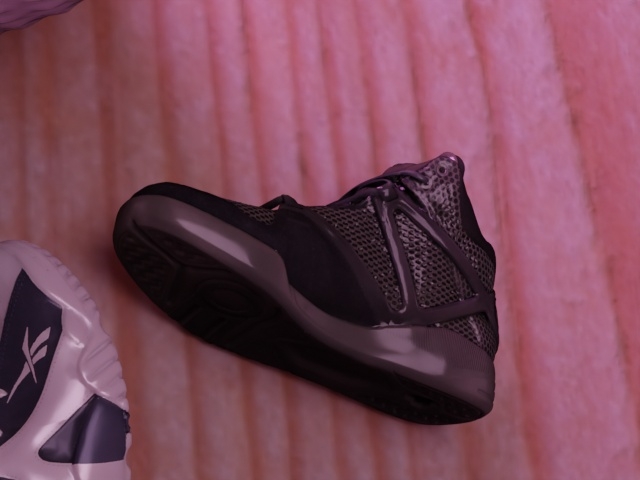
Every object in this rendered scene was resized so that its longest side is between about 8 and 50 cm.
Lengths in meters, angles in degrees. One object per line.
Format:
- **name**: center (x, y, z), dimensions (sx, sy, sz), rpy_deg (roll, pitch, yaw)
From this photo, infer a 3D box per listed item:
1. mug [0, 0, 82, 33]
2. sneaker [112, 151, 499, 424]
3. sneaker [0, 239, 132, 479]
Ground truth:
- **mug**: center (-0.129, -0.258, 0.897), dimensions (0.276, 0.328, 0.374), rpy_deg (47, 56, -8)
- **sneaker**: center (0.000, 0.000, 1.029), dimensions (0.227, 0.087, 0.130), rpy_deg (23, 61, -25)
- **sneaker**: center (-0.169, 0.115, 0.883), dimensions (0.153, 0.094, 0.235), rpy_deg (0, 83, -39)
